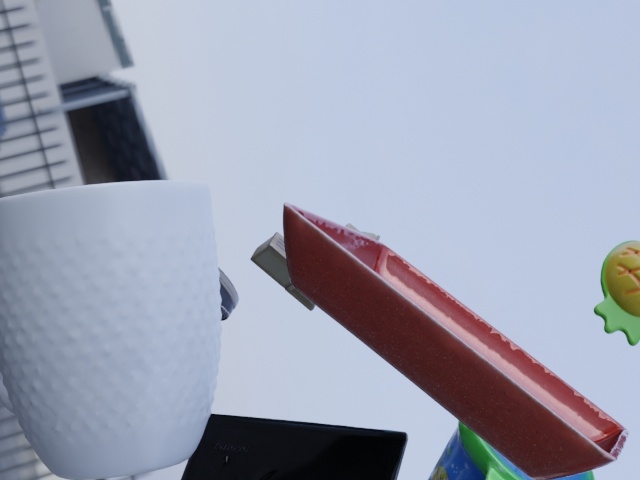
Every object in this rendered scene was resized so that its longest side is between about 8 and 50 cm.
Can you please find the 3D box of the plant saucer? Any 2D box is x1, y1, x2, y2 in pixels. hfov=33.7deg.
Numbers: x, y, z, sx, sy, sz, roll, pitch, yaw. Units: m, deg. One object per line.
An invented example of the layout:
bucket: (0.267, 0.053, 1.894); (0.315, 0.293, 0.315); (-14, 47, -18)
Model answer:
plant saucer: (0.097, 0.080, 0.759); (0.259, 0.048, 0.258); (39, 6, 18)

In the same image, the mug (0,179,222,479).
mug: (-0.292, 0.113, 1.305); (0.374, 0.276, 0.328); (-8, -92, 36)

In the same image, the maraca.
maraca: (0.498, 0.080, 1.669); (0.127, 0.186, 0.099); (25, -29, 5)

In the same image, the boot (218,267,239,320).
boot: (-0.309, 0.136, 1.854); (0.377, 0.138, 0.284); (44, 55, -49)

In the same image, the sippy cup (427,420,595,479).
sippy cup: (0.270, 0.393, 1.658); (0.224, 0.305, 0.240); (-58, -139, 25)

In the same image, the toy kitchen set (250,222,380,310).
toy kitchen set: (0.000, 0.000, 0.929); (0.075, 0.083, 0.068); (41, -43, -13)

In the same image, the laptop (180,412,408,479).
laptop: (-0.033, 0.479, 1.417); (0.382, 0.236, 0.408); (-4, -67, 43)
